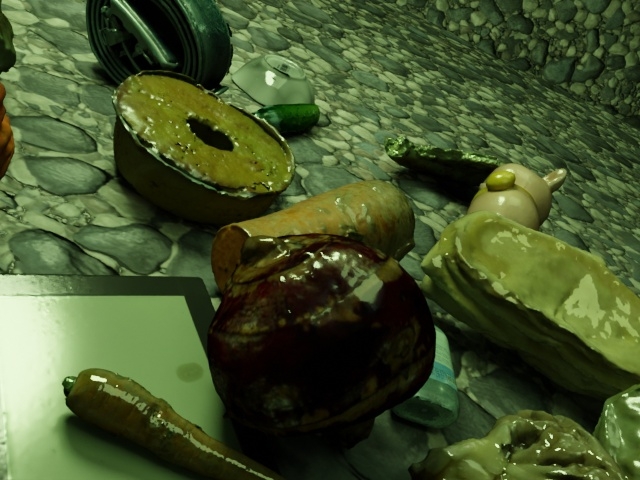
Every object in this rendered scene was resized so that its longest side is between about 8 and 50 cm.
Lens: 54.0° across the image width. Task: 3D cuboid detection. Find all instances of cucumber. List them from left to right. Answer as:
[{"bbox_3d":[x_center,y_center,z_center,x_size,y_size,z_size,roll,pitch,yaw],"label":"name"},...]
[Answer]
[{"bbox_3d":[-0.066,-0.226,1.177,0.056,0.056,0.250,40,32,18],"label":"cucumber"}]

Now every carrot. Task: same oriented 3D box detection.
[{"bbox_3d":[-0.106,0.179,0.543,0.254,0.049,0.049,29,31,-3],"label":"carrot"},{"bbox_3d":[0.000,0.000,0.830,0.302,0.138,0.138,-12,50,-40],"label":"carrot"}]

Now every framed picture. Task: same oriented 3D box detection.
[{"bbox_3d":[-0.182,0.153,0.575,0.265,0.016,0.347,3,39,-35],"label":"framed picture"}]

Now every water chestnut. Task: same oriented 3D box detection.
[{"bbox_3d":[0.003,0.104,0.611,0.224,0.238,0.223,-9,8,1],"label":"water chestnut"}]

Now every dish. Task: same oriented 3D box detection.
[{"bbox_3d":[-0.085,-0.337,1.305,0.191,0.066,0.190,20,33,-14],"label":"dish"}]

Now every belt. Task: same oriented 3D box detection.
[{"bbox_3d":[-0.258,-0.324,1.020,0.267,0.206,0.116,40,36,6],"label":"belt"}]

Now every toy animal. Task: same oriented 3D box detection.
[{"bbox_3d":[0.341,-0.053,1.149,0.149,0.165,0.248,43,41,14],"label":"toy animal"}]

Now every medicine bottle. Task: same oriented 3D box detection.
[{"bbox_3d":[0.121,0.139,0.794,0.090,0.053,0.208,21,31,-10],"label":"medicine bottle"}]

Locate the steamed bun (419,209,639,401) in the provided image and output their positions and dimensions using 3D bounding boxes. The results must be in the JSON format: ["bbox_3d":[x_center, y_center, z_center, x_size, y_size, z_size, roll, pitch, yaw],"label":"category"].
[{"bbox_3d":[0.343,0.100,0.942,0.428,0.189,0.247,28,54,0],"label":"steamed bun"}]

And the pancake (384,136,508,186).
[{"bbox_3d":[0.285,-0.145,1.267,0.377,0.054,0.197,10,-3,-22],"label":"pancake"}]

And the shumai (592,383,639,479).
[{"bbox_3d":[0.424,0.315,0.680,0.292,0.288,0.329,-4,67,0],"label":"shumai"}]

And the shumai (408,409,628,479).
[{"bbox_3d":[0.178,0.249,0.592,0.176,0.166,0.206,10,10,-12],"label":"shumai"}]

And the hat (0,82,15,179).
[{"bbox_3d":[-0.471,-0.058,0.514,0.285,0.285,0.400,33,62,8],"label":"hat"}]

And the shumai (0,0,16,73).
[{"bbox_3d":[-0.522,-0.409,0.749,0.397,0.323,0.324,26,7,-15],"label":"shumai"}]

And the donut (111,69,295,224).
[{"bbox_3d":[-0.173,-0.121,0.902,0.272,0.107,0.272,22,36,-17],"label":"donut"}]
